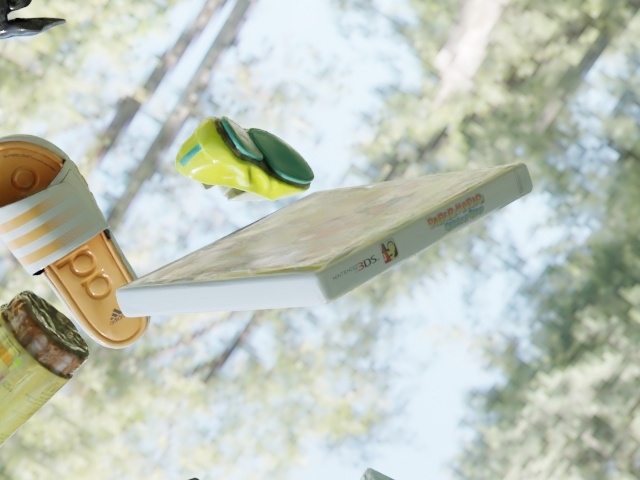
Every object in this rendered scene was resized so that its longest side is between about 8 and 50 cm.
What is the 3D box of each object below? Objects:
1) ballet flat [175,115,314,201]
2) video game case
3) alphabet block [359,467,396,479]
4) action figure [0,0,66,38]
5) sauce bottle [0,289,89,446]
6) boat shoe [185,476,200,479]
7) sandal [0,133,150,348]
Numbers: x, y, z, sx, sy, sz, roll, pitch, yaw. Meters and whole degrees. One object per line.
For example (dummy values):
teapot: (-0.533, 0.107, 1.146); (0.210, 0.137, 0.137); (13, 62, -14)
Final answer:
ballet flat: (-0.081, -0.075, 1.787); (0.077, 0.077, 0.231); (56, -167, 17)
video game case: (0.000, 0.000, 1.230); (0.206, 0.227, 0.026); (-27, -76, -38)
alphabet block: (0.082, 0.315, 1.302); (0.192, 0.197, 0.193); (28, -174, -13)
action figure: (-0.268, -0.244, 1.326); (0.164, 0.276, 0.141); (3, -163, -4)
sauce bottle: (-0.149, 0.076, 0.708); (0.042, 0.128, 0.042); (45, -174, -6)
boat shoe: (-0.173, 0.247, 1.483); (0.075, 0.206, 0.065); (2, -108, -63)
sandal: (-0.245, 0.008, 1.766); (0.265, 0.102, 0.076); (55, 177, -24)
